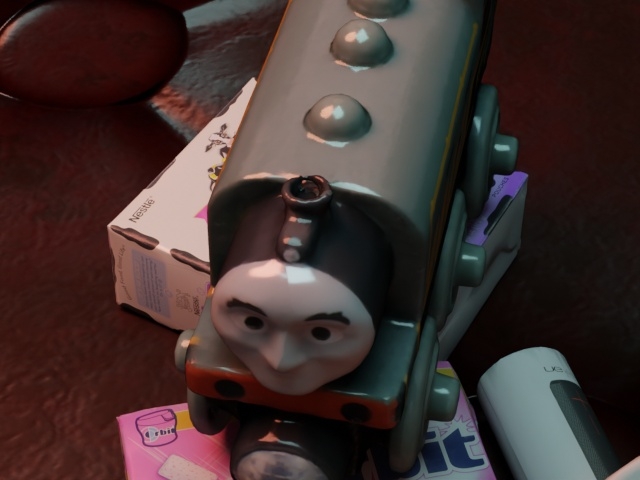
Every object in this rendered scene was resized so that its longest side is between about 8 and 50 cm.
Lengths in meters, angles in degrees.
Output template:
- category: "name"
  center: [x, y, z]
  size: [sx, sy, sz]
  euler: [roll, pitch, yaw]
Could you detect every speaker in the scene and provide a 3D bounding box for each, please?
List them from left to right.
- category: "speaker"
  center: [0.128, 0.121, 0.732]
  size: [0.055, 0.055, 0.136]
  euler: [-11, 44, -11]

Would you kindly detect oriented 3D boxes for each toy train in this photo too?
- category: "toy train"
  center: [0.018, -0.037, 0.697]
  size: [0.142, 0.190, 0.334]
  euler: [10, 47, 10]

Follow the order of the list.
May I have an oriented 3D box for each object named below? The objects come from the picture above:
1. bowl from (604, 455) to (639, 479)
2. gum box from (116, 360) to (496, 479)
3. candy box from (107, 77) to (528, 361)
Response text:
- category: "bowl"
  center: [0.185, 0.186, 0.374]
  size: [0.298, 0.134, 0.298]
  euler: [6, 32, -4]
- category: "gum box"
  center: [-0.001, 0.131, 0.715]
  size: [0.188, 0.062, 0.107]
  euler: [-9, 45, -9]
- category: "candy box"
  center: [0.000, 0.000, 0.845]
  size: [0.196, 0.070, 0.165]
  euler: [22, 49, 20]
